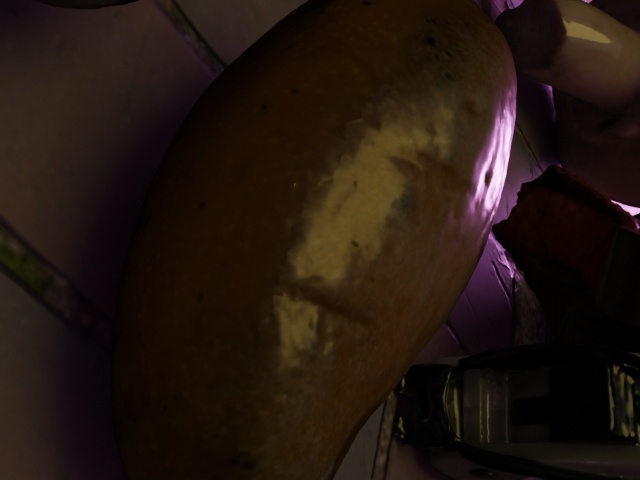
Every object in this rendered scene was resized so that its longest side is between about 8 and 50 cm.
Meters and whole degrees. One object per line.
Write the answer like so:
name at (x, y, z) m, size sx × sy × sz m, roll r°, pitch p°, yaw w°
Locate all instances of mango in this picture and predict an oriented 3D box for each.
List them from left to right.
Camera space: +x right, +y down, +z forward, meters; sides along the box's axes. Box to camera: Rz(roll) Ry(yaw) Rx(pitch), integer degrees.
mango at (-0.005, -0.006, 0.437) m, size 0.176 × 0.176 × 0.329 m, roll 44°, pitch 57°, yaw -7°

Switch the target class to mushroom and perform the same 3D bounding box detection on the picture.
mushroom at (0.372, -0.195, 1.050) m, size 0.336 × 0.314 × 0.314 m, roll 11°, pitch 65°, yaw -28°

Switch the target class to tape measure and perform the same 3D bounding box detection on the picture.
tape measure at (0.200, 0.154, 0.646) m, size 0.235 × 0.207 × 0.115 m, roll 39°, pitch 50°, yaw -48°

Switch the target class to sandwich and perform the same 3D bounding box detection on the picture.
sandwich at (0.257, 0.050, 0.760) m, size 0.251 × 0.162 × 0.301 m, roll 22°, pitch 13°, yaw -34°

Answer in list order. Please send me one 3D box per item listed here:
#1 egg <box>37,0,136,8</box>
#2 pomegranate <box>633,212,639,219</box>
egg at (-0.086, -0.202, 0.362) m, size 0.177 × 0.177 × 0.228 m, roll 35°, pitch 58°, yaw -47°
pomegranate at (0.403, 0.064, 1.056) m, size 0.211 × 0.179 × 0.179 m, roll -31°, pitch 105°, yaw -34°
